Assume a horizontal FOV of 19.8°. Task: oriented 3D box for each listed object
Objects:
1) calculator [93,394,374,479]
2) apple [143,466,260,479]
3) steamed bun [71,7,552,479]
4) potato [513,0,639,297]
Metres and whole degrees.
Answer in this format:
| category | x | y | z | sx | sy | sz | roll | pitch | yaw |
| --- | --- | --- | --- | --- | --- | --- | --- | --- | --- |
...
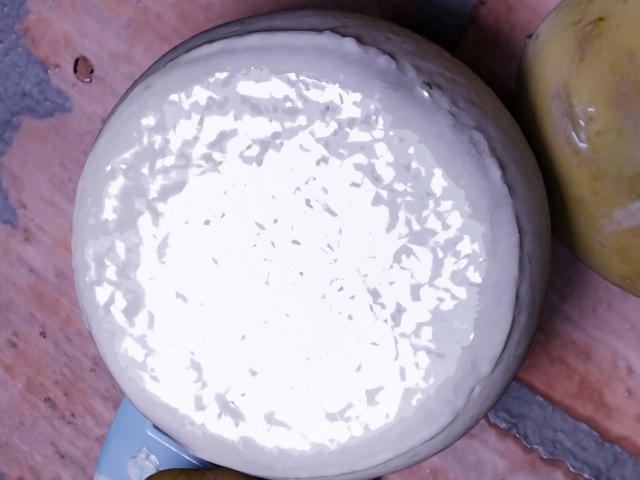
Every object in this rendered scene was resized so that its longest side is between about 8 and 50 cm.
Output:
| category | x | y | z | sx | sy | sz | roll | pitch | yaw |
| --- | --- | --- | --- | --- | --- | --- | --- | --- | --- |
| calculator | -0.063 | 0.171 | 1.264 | 0.188 | 0.042 | 0.303 | 32 | 118 | 10 |
| apple | -0.073 | 0.204 | 1.192 | 0.126 | 0.102 | 0.126 | -2 | 143 | -1 |
| steamed bun | 0.000 | 0.000 | 1.096 | 0.283 | 0.177 | 0.283 | 2 | 98 | 13 |
| potato | 0.240 | -0.041 | 1.028 | 0.299 | 0.116 | 0.239 | 7 | 115 | 22 |
